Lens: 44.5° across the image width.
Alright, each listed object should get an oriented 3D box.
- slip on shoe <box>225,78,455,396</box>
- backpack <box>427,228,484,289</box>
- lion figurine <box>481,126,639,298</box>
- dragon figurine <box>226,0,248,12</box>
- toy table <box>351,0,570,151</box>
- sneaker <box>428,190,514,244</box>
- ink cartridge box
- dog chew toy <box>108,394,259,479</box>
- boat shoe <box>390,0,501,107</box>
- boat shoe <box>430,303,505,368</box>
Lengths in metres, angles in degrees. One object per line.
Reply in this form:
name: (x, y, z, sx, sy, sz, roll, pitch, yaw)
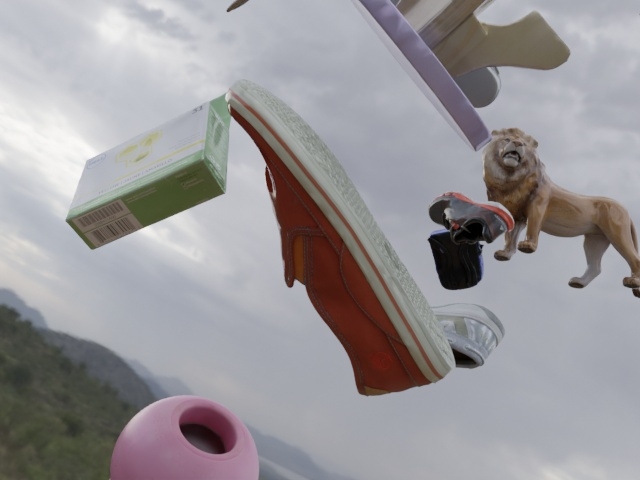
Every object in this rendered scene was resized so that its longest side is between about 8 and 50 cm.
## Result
slip on shoe: (0.000, 0.000, 0.720, 0.331, 0.101, 0.123, 59, 13, -2)
backpack: (0.275, 0.032, 1.532, 0.098, 0.120, 0.101, -12, 5, 21)
lion figurine: (0.475, -0.052, 1.517, 0.392, 0.240, 0.142, 22, -22, -13)
dragon figurine: (-0.038, -0.338, 0.825, 0.085, 0.289, 0.144, 2, -17, 5)
toy table: (0.163, -0.265, 0.949, 0.274, 0.161, 0.252, 48, 9, -14)
sneaker: (0.199, -0.027, 1.117, 0.158, 0.065, 0.061, 10, -42, 57)
ink cartridge box: (-0.186, -0.105, 0.898, 0.171, 0.235, 0.056, -22, -53, 14)
dog chew toy: (-0.225, 0.382, 1.132, 0.207, 0.331, 0.206, 24, 27, -13)
boat shoe: (0.169, -0.278, 1.084, 0.078, 0.070, 0.219, -36, -84, 32)
boat shoe: (0.180, 0.186, 1.424, 0.320, 0.103, 0.118, -8, -57, 45)
